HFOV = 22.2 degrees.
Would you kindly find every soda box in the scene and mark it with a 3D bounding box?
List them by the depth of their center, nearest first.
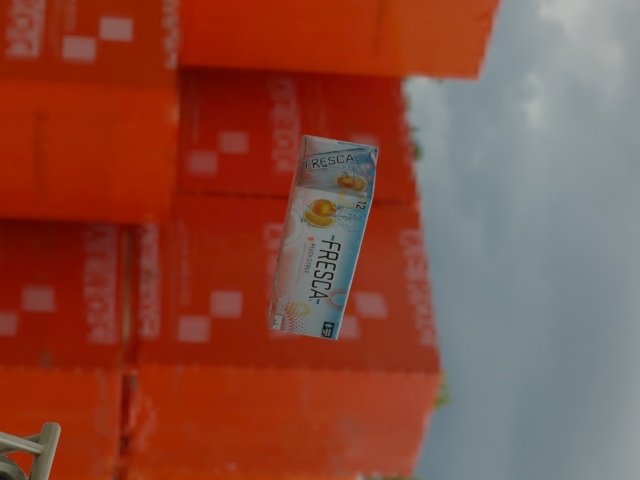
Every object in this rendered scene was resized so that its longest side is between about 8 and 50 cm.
[{"bbox_3d":[0.000,0.000,1.301,0.183,0.063,0.058,103,-4,-50],"label":"soda box"}]

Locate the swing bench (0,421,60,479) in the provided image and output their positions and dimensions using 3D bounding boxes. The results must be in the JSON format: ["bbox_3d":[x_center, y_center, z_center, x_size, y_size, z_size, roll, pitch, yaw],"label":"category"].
[{"bbox_3d":[-0.400,0.304,1.583,0.165,0.253,0.254,30,51,-51],"label":"swing bench"}]
